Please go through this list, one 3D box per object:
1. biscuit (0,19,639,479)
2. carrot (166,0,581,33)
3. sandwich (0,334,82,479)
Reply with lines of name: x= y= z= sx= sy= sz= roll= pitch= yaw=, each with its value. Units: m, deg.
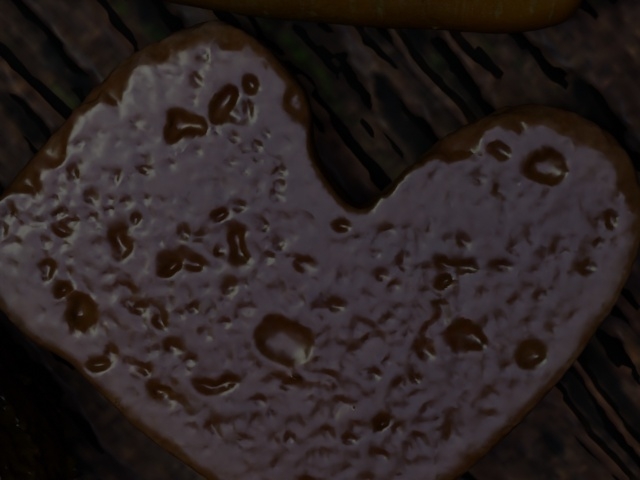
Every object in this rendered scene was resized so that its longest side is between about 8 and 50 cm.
biscuit: x=0.000 y=0.000 z=0.495 sx=0.192 sy=0.036 sz=0.186 roll=39 pitch=101 yaw=-6
carrot: x=-0.031 y=-0.095 z=0.472 sx=0.247 sy=0.043 sz=0.043 roll=4 pitch=105 yaw=5
sandwich: x=-0.272 y=0.074 z=0.457 sx=0.301 sy=0.099 sz=0.271 roll=-34 pitch=127 yaw=10
